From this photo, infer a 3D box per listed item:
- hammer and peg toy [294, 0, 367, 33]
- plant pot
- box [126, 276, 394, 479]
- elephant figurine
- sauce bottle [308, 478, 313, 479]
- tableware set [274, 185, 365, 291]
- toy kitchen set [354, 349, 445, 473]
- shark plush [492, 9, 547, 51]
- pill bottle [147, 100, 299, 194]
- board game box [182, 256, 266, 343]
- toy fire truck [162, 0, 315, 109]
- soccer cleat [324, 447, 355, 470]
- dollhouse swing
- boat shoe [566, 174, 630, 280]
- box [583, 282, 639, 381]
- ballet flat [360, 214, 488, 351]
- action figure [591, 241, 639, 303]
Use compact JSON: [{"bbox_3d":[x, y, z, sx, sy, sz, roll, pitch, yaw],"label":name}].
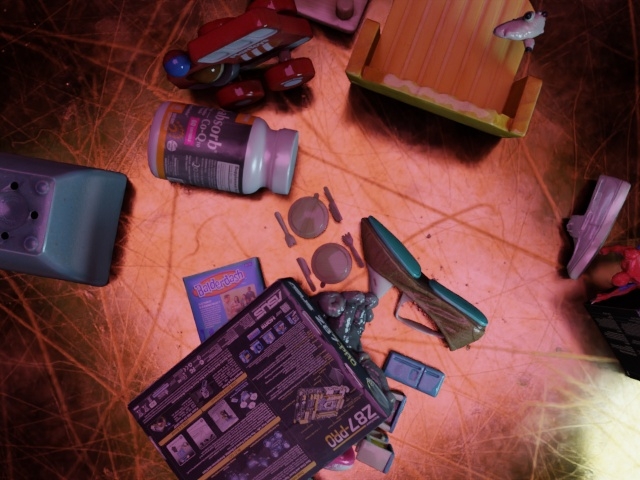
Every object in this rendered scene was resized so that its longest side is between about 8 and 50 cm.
[{"bbox_3d":[-0.051,-0.608,1.478,0.362,0.127,0.265,22,88,1],"label":"hammer and peg toy"},{"bbox_3d":[-0.552,-0.046,1.395,0.248,0.252,0.246,10,88,1],"label":"plant pot"},{"bbox_3d":[-0.115,0.308,1.331,0.395,0.097,0.318,-41,81,10],"label":"box"},{"bbox_3d":[0.038,0.224,1.416,0.170,0.186,0.239,2,78,-15],"label":"elephant figurine"},{"bbox_3d":[-0.139,0.608,1.431,0.344,0.111,0.111,-35,88,-3],"label":"sauce bottle"},{"bbox_3d":[0.000,0.000,1.494,0.128,0.039,0.194,-27,84,8],"label":"tableware set"},{"bbox_3d":[0.160,0.341,1.413,0.122,0.166,0.207,23,88,2],"label":"toy kitchen set"},{"bbox_3d":[0.397,-0.428,1.390,0.067,0.073,0.161,13,47,35],"label":"shark plush"},{"bbox_3d":[-0.191,-0.180,1.443,0.279,0.162,0.162,10,87,1],"label":"pill bottle"},{"bbox_3d":[-0.179,0.154,1.484,0.160,0.047,0.210,-15,88,0],"label":"board game box"},{"bbox_3d":[-0.170,-0.364,1.383,0.302,0.254,0.169,-15,91,29],"label":"toy fire truck"},{"bbox_3d":[-0.093,0.389,1.454,0.331,0.116,0.143,30,108,2],"label":"soccer cleat"},{"bbox_3d":[0.268,-0.399,1.402,0.347,0.315,0.304,21,98,2],"label":"dollhouse swing"},{"bbox_3d":[0.553,-0.030,1.481,0.081,0.079,0.227,28,90,22],"label":"boat shoe"},{"bbox_3d":[0.635,0.181,1.370,0.103,0.261,0.184,-29,88,-1],"label":"box"},{"bbox_3d":[0.182,0.101,1.467,0.342,0.116,0.124,41,108,-2],"label":"ballet flat"},{"bbox_3d":[0.616,0.037,1.426,0.280,0.139,0.091,-27,92,-43],"label":"action figure"}]
